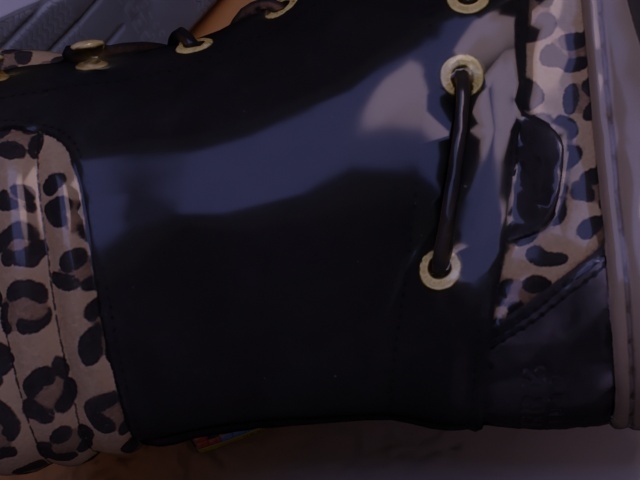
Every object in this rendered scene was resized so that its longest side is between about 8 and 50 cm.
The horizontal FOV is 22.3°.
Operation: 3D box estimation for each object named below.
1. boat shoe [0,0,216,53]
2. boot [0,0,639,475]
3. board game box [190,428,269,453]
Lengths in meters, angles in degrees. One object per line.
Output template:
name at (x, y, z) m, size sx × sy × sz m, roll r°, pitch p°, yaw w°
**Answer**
boat shoe at (-0.141, -0.103, 0.801) m, size 0.094 × 0.109 × 0.302 m, roll 18°, pitch 53°, yaw 37°
boot at (-0.009, -0.082, 0.674) m, size 0.284 × 0.138 × 0.377 m, roll -10°, pitch 67°, yaw 4°
board game box at (0.000, 0.000, 0.730) m, size 0.170 × 0.048 × 0.141 m, roll -21°, pitch 56°, yaw -3°
